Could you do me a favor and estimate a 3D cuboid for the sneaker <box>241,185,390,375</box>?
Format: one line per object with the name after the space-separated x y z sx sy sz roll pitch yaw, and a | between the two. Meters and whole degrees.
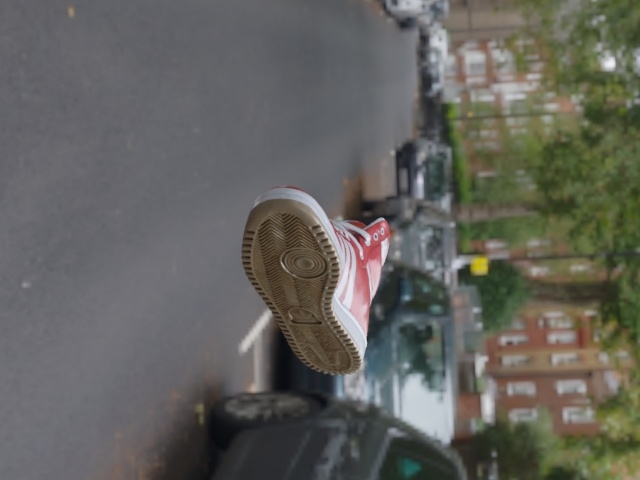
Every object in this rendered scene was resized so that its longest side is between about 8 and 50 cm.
0.000 0.000 0.518 0.118 0.042 0.067 72 27 -51 | sneaker
